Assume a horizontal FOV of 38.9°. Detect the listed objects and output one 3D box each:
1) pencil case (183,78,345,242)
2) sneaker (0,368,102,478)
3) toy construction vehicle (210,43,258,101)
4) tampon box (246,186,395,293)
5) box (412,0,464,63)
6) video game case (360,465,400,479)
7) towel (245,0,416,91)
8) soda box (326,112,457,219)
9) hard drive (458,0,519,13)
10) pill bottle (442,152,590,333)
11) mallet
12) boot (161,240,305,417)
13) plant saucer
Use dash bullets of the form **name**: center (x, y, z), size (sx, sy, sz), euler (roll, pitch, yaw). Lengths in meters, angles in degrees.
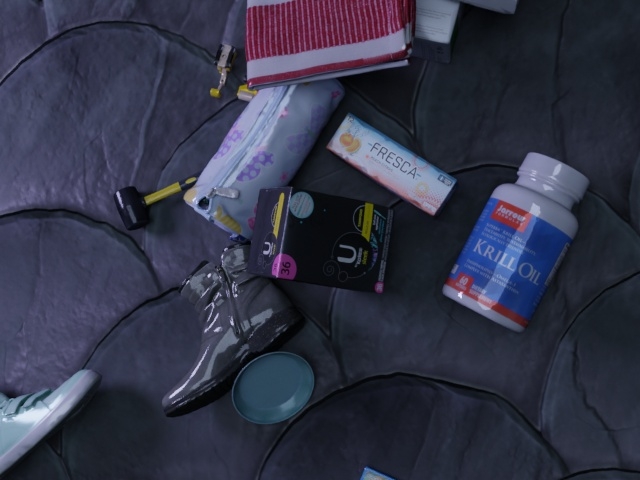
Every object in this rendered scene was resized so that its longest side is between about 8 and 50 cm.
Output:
- **pencil case**: center (-0.079, -0.135, 1.275), size (0.113, 0.124, 0.273), euler (34, 90, 33)
- **sneaker**: center (-0.450, 0.235, 1.322), size (0.256, 0.094, 0.151), euler (-39, 86, 7)
- **toy construction vehicle**: center (-0.113, -0.251, 1.339), size (0.086, 0.035, 0.098), euler (13, 80, 9)
- **tampon box**: center (0.000, 0.000, 1.222), size (0.161, 0.101, 0.120), euler (9, 87, -28)
- **box**: center (0.142, -0.309, 1.260), size (0.102, 0.101, 0.087), euler (14, 87, 10)
- **video game case**: center (0.087, 0.413, 1.254), size (0.119, 0.015, 0.166), euler (22, 90, 11)
- **towel**: center (0.008, -0.368, 1.191), size (0.237, 0.037, 0.329), euler (-6, 74, 23)
- **soda box**: center (0.101, -0.104, 1.273), size (0.183, 0.058, 0.063), euler (34, 92, 10)
- **hard drive**: center (0.214, -0.461, 1.237), size (0.203, 0.040, 0.307), euler (19, 67, 11)
- **pill bottle**: center (0.263, 0.001, 1.202), size (0.124, 0.124, 0.221), euler (27, 90, 11)
- **mallet**: center (-0.211, -0.069, 1.340), size (0.190, 0.039, 0.062), euler (-17, 81, 5)
- **boot**: center (-0.155, 0.125, 1.299), size (0.246, 0.083, 0.161), euler (-39, 73, -1)
- **plant saucer**: center (-0.068, 0.202, 1.270), size (0.119, 0.021, 0.119), euler (-8, 118, -16)
